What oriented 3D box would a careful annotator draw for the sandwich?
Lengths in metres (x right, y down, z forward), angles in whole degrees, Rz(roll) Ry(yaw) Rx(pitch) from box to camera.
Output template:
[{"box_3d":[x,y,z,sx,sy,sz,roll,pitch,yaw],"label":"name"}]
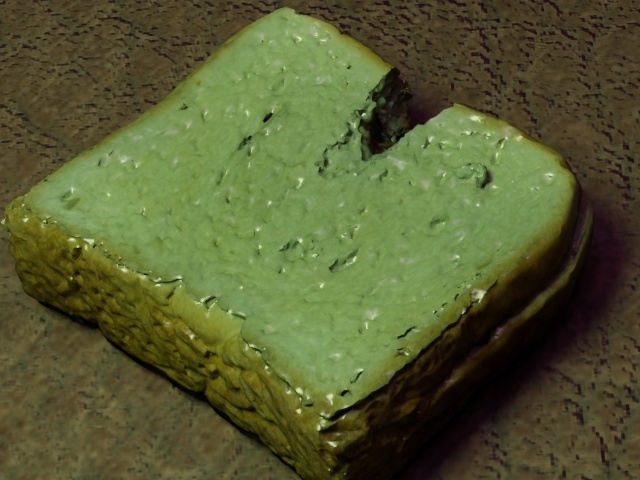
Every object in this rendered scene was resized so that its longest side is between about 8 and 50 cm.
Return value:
[{"box_3d":[0.000,-0.001,1.122,0.273,0.095,0.249,32,58,31],"label":"sandwich"}]
